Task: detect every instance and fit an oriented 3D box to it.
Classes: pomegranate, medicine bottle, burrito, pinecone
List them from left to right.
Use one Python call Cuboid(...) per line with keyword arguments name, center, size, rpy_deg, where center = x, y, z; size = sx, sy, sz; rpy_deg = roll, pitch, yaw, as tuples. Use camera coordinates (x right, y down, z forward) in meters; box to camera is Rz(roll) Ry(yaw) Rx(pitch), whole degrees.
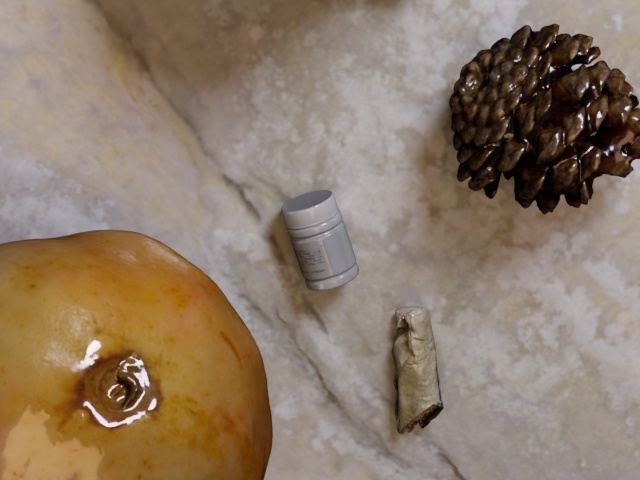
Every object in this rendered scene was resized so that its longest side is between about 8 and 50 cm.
Cuboid(name="pomegranate", center=(-0.251, 0.191, 1.780), size=(0.411, 0.411, 0.411), rpy_deg=(-2, 106, -8))
Cuboid(name="medicine bottle", center=(0.000, 0.000, 1.915), size=(0.058, 0.058, 0.091), rpy_deg=(-19, 108, -3))
Cuboid(name="burrito", center=(0.101, 0.140, 1.977), size=(0.041, 0.055, 0.149), rpy_deg=(-15, 108, -36))
Cuboid(name="pinecone", center=(0.229, -0.112, 1.862), size=(0.184, 0.179, 0.204), rpy_deg=(-35, 127, 25))
